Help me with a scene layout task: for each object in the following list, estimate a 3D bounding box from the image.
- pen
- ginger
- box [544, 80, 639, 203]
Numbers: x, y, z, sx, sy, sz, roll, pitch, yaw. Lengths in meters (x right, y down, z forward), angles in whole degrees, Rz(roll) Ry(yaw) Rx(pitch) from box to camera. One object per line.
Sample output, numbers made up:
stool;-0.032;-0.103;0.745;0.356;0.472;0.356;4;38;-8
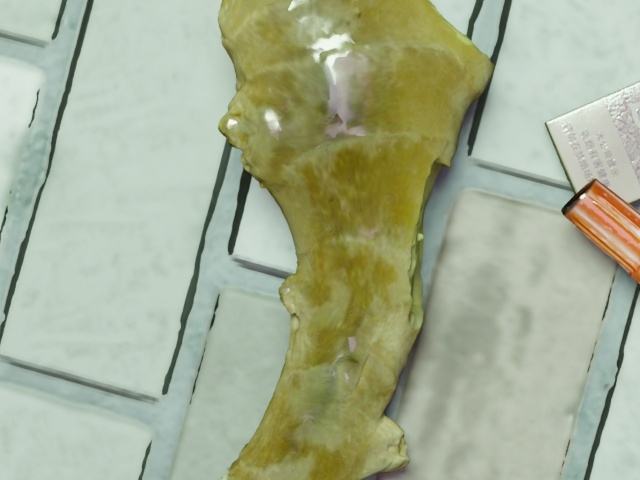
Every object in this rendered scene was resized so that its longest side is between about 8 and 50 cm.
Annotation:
pen;0.211;0.054;0.828;0.239;0.028;0.028;39;95;-3
ginger;0.000;0.000;0.835;0.131;0.086;0.294;9;97;-17
box;0.155;-0.049;0.844;0.083;0.024;0.053;-24;90;7
